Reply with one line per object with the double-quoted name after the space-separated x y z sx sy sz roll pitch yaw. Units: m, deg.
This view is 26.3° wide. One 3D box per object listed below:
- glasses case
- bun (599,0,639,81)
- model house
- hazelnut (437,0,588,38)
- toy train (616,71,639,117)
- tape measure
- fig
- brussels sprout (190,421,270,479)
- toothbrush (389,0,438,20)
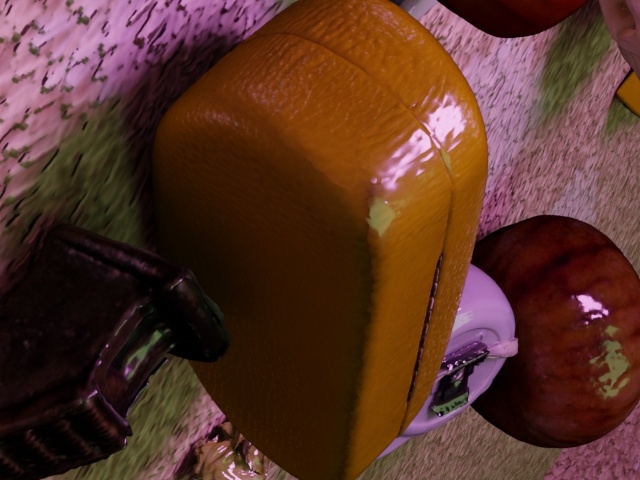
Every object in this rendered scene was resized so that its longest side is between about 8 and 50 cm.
0.000 0.000 0.807 0.141 0.173 0.371 -44 159 -26 "glasses case"
0.319 -0.228 1.228 0.231 0.133 0.231 11 90 -78 "bun"
-0.131 0.081 0.734 0.152 0.106 0.165 -52 155 -16 "model house"
0.116 -0.230 0.756 0.212 0.181 0.181 -52 -172 -8 "hazelnut"
0.416 -0.189 1.588 0.127 0.089 0.219 -50 162 15 "toy train"
0.093 0.106 1.238 0.196 0.105 0.178 -27 141 -21 "tape measure"
0.231 0.089 1.389 0.214 0.235 0.235 -45 157 -27 "fig"
-0.066 0.174 1.102 0.085 0.058 0.085 18 90 -77 "brussels sprout"
0.162 -0.268 0.957 0.386 0.040 0.040 -46 158 -25 "toothbrush"
